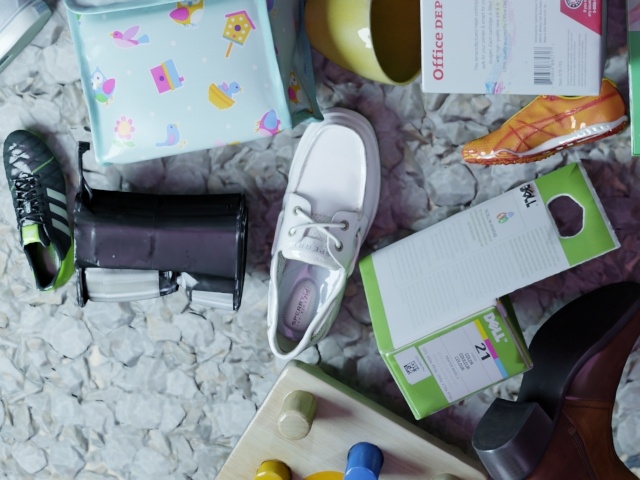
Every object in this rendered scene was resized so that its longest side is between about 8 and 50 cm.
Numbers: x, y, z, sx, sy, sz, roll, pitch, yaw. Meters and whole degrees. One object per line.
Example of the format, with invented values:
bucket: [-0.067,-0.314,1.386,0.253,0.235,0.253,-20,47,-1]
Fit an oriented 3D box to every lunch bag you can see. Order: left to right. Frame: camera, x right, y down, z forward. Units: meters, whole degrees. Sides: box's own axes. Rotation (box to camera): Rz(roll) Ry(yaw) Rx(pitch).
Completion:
lunch bag: [-0.132,-0.223,1.936,0.223,0.160,0.262,-8,97,18]

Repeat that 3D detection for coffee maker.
coffee maker: [-0.166,-0.007,2.029,0.178,0.120,0.171,1,133,0]

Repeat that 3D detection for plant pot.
plant pot: [0.041,-0.222,1.925,0.095,0.134,0.134,5,113,31]

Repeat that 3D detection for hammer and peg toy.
hammer and peg toy: [0.065,0.307,2.113,0.361,0.127,0.266,29,113,-4]

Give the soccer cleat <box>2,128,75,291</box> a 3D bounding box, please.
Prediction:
soccer cleat: [-0.304,-0.031,2.084,0.060,0.072,0.179,-9,108,14]

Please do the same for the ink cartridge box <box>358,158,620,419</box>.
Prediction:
ink cartridge box: [0.180,0.046,1.951,0.255,0.189,0.097,-24,119,8]

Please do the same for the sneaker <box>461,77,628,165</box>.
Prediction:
sneaker: [0.225,-0.118,1.964,0.175,0.064,0.067,-18,82,15]

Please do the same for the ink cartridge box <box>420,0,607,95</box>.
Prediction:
ink cartridge box: [0.190,-0.219,1.886,0.176,0.127,0.128,2,111,10]

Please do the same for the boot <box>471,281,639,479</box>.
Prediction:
boot: [0.311,0.217,2.028,0.096,0.264,0.280,2,138,50]

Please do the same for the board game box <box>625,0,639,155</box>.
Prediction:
board game box: [0.403,-0.242,1.880,0.213,0.046,0.317,-1,110,12]

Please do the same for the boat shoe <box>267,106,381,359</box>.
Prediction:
boat shoe: [0.000,0.000,2.023,0.098,0.096,0.277,13,112,6]

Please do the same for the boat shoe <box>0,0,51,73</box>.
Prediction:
boat shoe: [-0.384,-0.195,2.043,0.227,0.079,0.081,-41,89,17]
